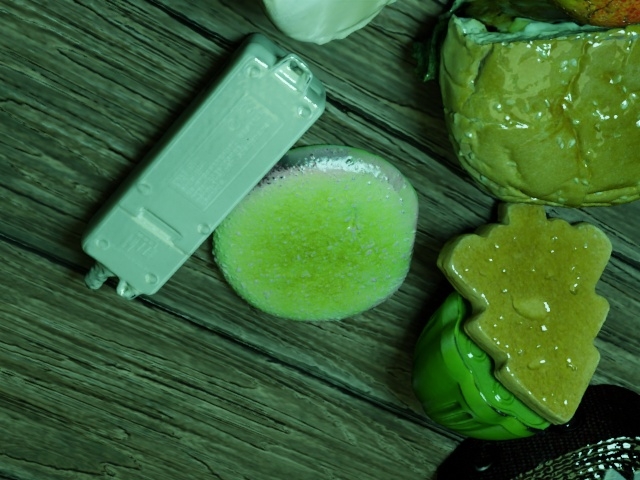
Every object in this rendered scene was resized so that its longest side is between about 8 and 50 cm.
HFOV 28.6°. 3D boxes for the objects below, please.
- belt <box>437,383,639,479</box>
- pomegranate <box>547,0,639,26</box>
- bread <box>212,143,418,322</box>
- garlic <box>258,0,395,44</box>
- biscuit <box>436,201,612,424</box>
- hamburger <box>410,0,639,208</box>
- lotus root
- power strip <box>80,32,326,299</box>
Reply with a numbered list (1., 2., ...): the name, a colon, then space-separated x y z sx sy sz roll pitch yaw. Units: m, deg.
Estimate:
1. belt: 0.280 0.301 1.485 0.289 0.164 0.184 -33 114 16
2. pomegranate: 0.238 -0.280 1.042 0.235 0.210 0.210 -12 126 4
3. bread: 0.000 0.000 1.315 0.228 0.033 0.229 -3 124 -5
4. garlic: 0.007 -0.294 0.997 0.203 0.185 0.281 -31 172 -31
5. biscuit: 0.224 0.073 1.305 0.212 0.239 0.041 -5 172 -28
6. hamburger: 0.242 -0.131 1.193 0.308 0.132 0.211 -2 123 -7
7. lotus root: 0.164 0.148 1.378 0.186 0.186 0.186 -3 126 -5
8. power strip: -0.124 -0.063 1.232 0.098 0.058 0.338 37 114 -18
